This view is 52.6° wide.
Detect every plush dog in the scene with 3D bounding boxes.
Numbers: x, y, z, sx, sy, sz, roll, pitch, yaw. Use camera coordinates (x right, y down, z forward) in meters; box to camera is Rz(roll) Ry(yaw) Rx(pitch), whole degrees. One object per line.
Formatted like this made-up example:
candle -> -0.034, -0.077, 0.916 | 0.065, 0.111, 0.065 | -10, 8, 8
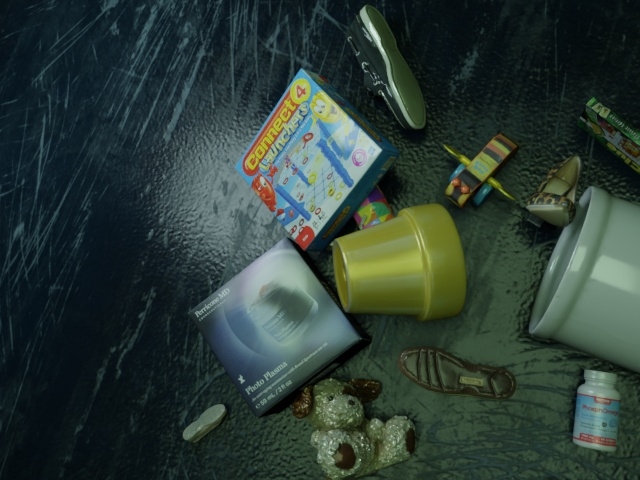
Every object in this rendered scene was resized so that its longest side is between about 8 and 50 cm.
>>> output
plush dog -> 0.050, 0.414, 1.442 | 0.210, 0.263, 0.225 | -47, 54, 43

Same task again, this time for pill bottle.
pill bottle -> 0.588, 0.359, 1.374 | 0.087, 0.087, 0.160 | 6, 82, 13

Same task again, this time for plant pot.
plant pot -> 0.159, 0.058, 1.405 | 0.239, 0.254, 0.253 | -8, 78, -9

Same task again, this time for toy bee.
toy bee -> 0.352, -0.127, 1.475 | 0.195, 0.162, 0.298 | 20, 85, 13

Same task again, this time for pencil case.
pencil case -> 0.094, -0.112, 1.556 | 0.104, 0.104, 0.236 | -30, 72, 6

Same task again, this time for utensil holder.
utensil holder -> 0.662, 0.107, 1.287 | 0.386, 0.327, 0.327 | 21, 85, 12

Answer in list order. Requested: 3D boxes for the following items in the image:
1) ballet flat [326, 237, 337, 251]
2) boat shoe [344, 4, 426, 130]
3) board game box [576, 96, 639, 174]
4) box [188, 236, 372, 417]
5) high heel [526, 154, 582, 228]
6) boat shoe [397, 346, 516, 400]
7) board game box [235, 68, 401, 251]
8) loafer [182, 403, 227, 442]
ballet flat -> 0.000, 0.000, 1.590 | 0.114, 0.041, 0.041 | 14, 83, 14
boat shoe -> 0.148, -0.406, 1.597 | 0.113, 0.127, 0.340 | -30, 82, 36
board game box -> 0.686, -0.205, 1.430 | 0.260, 0.136, 0.030 | 44, 95, 16
box -> -0.092, 0.201, 1.502 | 0.296, 0.183, 0.294 | -38, 73, 3
high heel -> 0.523, -0.123, 1.386 | 0.093, 0.261, 0.186 | 32, 91, 7
boat shoe -> 0.296, 0.304, 1.441 | 0.258, 0.095, 0.095 | 16, 76, 7
board game box -> -0.017, -0.186, 1.522 | 0.302, 0.086, 0.308 | 49, 116, 24
loafer -> -0.276, 0.445, 1.575 | 0.125, 0.039, 0.045 | -37, 42, 1
